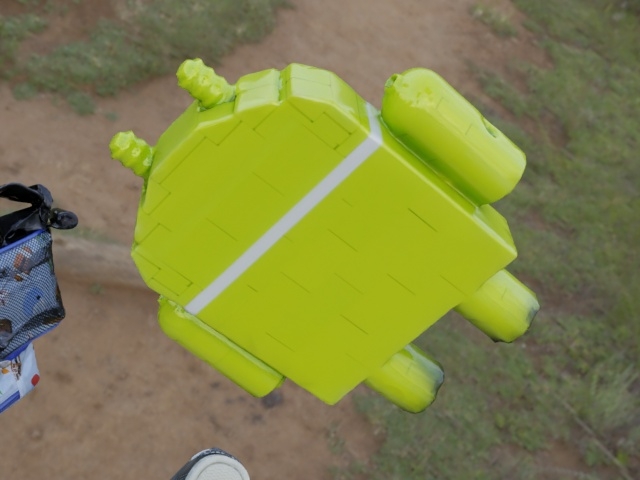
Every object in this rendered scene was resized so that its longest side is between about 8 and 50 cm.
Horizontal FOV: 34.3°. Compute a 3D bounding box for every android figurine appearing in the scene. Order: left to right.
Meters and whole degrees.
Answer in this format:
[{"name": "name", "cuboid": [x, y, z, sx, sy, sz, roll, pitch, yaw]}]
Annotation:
[{"name": "android figurine", "cuboid": [0.000, 0.000, 0.636, 0.273, 0.248, 0.056, 36, 26, -22]}]

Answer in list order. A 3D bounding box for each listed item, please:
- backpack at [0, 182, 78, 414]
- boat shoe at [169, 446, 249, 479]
[{"name": "backpack", "cuboid": [-0.383, 0.071, 0.887, 0.276, 0.213, 0.263, -1, 13, 25]}, {"name": "boat shoe", "cuboid": [-0.152, 0.305, 1.000, 0.084, 0.233, 0.079, 37, -9, -19]}]
